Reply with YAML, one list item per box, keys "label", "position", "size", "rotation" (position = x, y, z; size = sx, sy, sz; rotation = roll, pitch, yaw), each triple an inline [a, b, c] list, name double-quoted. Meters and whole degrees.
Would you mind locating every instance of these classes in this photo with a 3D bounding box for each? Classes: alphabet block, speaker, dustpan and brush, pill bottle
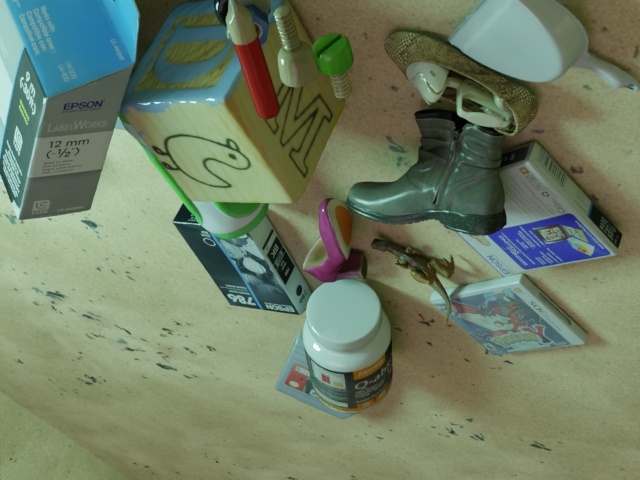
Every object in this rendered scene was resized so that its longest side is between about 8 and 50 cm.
- label: "alphabet block"
  position: [-0.111, -0.181, 1.267]
  size: [0.193, 0.193, 0.197]
  rotation: [4, 145, 35]
- label: "speaker"
  position: [-0.189, -0.133, 1.469]
  size: [0.131, 0.131, 0.296]
  rotation: [4, 145, 32]
- label: "dustpan and brush"
  position: [0.265, -0.213, 1.091]
  size: [0.211, 0.060, 0.147]
  rotation: [35, 161, -5]
- label: "pill bottle"
  position: [0.051, 0.196, 1.791]
  size: [0.162, 0.162, 0.278]
  rotation: [16, 150, 15]

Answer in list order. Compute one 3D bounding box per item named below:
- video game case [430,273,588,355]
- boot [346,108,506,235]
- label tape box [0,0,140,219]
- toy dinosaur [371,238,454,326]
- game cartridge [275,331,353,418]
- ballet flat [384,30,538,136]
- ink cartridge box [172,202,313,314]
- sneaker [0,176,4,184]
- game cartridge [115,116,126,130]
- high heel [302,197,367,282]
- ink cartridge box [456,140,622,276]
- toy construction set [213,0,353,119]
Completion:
- label: "video game case"
  position: [0.314, 0.130, 1.631]
  size: [0.183, 0.023, 0.201]
  rotation: [40, 147, -25]
- label: "boot"
  position: [0.143, -0.104, 1.309]
  size: [0.247, 0.083, 0.161]
  rotation: [9, 117, 34]
- label: "label tape box"
  position: [-0.347, -0.230, 1.232]
  size: [0.115, 0.249, 0.347]
  rotation: [-11, 149, -31]
- label: "toy dinosaur"
  position: [0.177, 0.055, 1.592]
  size: [0.211, 0.064, 0.112]
  rotation: [44, 164, -15]
- label: "game cartridge"
  position: [0.015, 0.300, 2.100]
  size: [0.196, 0.060, 0.294]
  rotation: [20, 151, 0]
- label: "ballet flat"
  position: [0.166, -0.188, 1.179]
  size: [0.206, 0.067, 0.073]
  rotation: [24, 151, 1]
- label: "ink cartridge box"
  position: [-0.127, 0.052, 1.791]
  size: [0.166, 0.065, 0.332]
  rotation: [5, 146, 29]
- label: "sneaker"
  position: [-0.507, -0.129, 1.768]
  size: [0.115, 0.090, 0.232]
  rotation: [35, 159, -31]
- label: "game cartridge"
  position: [-0.455, -0.282, 1.495]
  size: [0.355, 0.068, 0.230]
  rotation: [13, 153, 19]
- label: "high heel"
  position: [0.000, 0.000, 1.595]
  size: [0.117, 0.082, 0.244]
  rotation: [3, 158, 16]
- label: "ink cartridge box"
  position: [0.278, -0.036, 1.364]
  size: [0.206, 0.045, 0.208]
  rotation: [41, 147, -25]
- label: "toy construction set"
  position: [-0.021, -0.304, 0.921]
  size: [0.258, 0.308, 0.237]
  rotation: [3, 140, 19]
